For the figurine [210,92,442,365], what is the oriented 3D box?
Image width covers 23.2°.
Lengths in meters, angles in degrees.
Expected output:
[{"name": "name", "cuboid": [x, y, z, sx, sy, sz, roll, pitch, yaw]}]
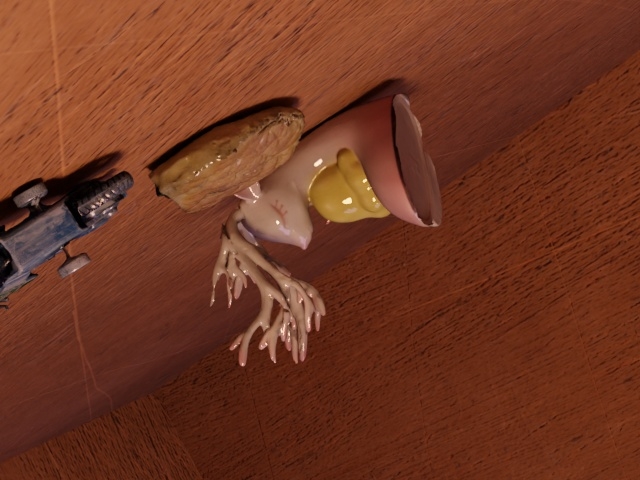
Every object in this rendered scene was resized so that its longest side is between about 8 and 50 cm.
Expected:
[{"name": "figurine", "cuboid": [-0.007, -0.003, 1.944, 0.315, 0.284, 0.206, -19, 176, 23]}]

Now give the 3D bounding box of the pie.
[{"name": "pie", "cuboid": [-0.097, -0.093, 1.756, 0.185, 0.052, 0.218, -28, 171, 1]}]

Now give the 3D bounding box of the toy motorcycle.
[{"name": "toy motorcycle", "cuboid": [-0.290, 0.005, 1.548, 0.254, 0.092, 0.135, -36, -174, -28]}]
